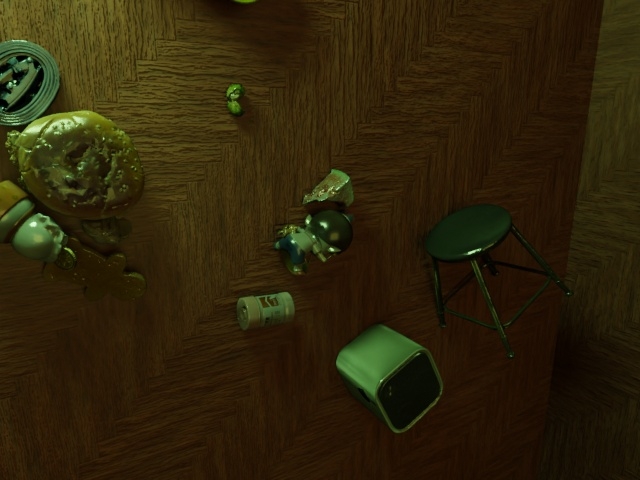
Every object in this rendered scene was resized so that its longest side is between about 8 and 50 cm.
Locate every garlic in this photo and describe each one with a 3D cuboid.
[{"bbox_3d":[-0.520,-0.026,1.104,0.113,0.094,0.074,4,133,-32],"label":"garlic"}]

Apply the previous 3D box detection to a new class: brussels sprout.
[{"bbox_3d":[-0.226,-0.374,1.208,0.051,0.046,0.083,-3,105,-24],"label":"brussels sprout"}]

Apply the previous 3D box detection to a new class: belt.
[{"bbox_3d":[-0.641,-0.326,0.952,0.141,0.082,0.190,37,84,-31],"label":"belt"}]

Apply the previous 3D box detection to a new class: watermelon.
[{"bbox_3d":[0.032,-0.158,1.391,0.159,0.098,0.121,2,101,-27],"label":"watermelon"}]

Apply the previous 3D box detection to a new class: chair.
[{"bbox_3d":[0.599,0.113,1.658,0.365,0.362,0.409,-40,114,-16],"label":"chair"}]

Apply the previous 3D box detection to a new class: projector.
[{"bbox_3d":[0.238,0.470,1.581,0.248,0.249,0.248,-35,116,-19],"label":"projector"}]

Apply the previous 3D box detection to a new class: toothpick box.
[{"bbox_3d":[-0.165,0.212,1.363,0.149,0.098,0.098,-4,104,-31],"label":"toothpick box"}]

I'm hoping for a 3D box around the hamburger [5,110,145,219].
[{"bbox_3d":[-0.542,-0.172,1.022,0.286,0.146,0.242,30,80,-32],"label":"hamburger"}]

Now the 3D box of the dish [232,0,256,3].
[{"bbox_3d":[-0.235,-0.697,1.083,0.263,0.108,0.220,16,94,-34],"label":"dish"}]

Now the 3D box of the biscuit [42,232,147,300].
[{"bbox_3d":[-0.547,0.079,1.120,0.240,0.035,0.158,34,108,-33],"label":"biscuit"}]

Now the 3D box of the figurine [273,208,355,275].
[{"bbox_3d":[0.001,-0.005,1.386,0.276,0.161,0.158,-27,156,-20],"label":"figurine"}]

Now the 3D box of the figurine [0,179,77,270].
[{"bbox_3d":[-0.649,-0.029,0.969,0.143,0.143,0.271,-43,92,-15],"label":"figurine"}]
